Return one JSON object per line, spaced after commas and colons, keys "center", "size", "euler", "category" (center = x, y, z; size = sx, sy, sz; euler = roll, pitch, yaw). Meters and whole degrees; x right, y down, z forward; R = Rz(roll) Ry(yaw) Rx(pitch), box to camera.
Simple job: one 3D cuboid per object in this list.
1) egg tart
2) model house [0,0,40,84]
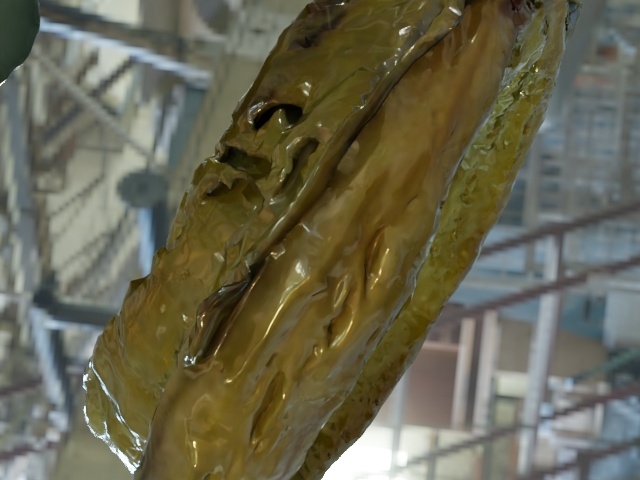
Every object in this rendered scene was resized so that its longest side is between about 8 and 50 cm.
{"center": [0.000, 0.000, 0.614], "size": [0.279, 0.095, 0.279], "euler": [-57, -9, -14], "category": "egg tart"}
{"center": [-0.311, -0.270, 1.030], "size": [0.329, 0.295, 0.251], "euler": [40, 112, 62], "category": "model house"}
